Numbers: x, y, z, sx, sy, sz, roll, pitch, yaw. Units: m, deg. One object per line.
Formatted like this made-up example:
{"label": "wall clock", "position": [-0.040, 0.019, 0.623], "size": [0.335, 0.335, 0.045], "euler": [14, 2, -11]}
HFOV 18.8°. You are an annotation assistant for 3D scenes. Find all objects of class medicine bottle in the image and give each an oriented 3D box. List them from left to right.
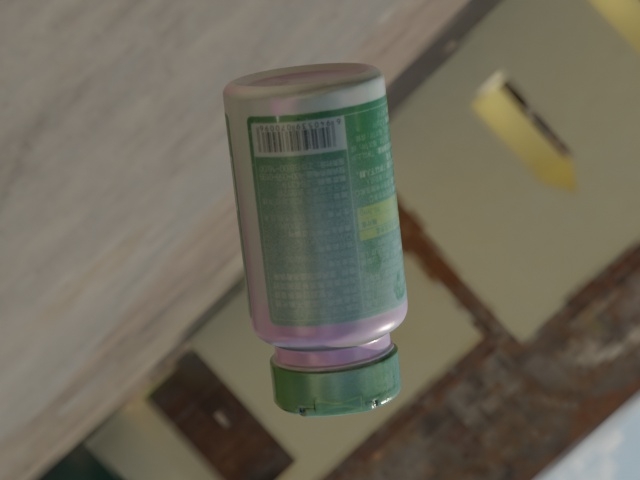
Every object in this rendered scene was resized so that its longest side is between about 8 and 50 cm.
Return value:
{"label": "medicine bottle", "position": [0.000, 0.000, 1.569], "size": [0.133, 0.274, 0.133], "euler": [-5, -168, 1]}
